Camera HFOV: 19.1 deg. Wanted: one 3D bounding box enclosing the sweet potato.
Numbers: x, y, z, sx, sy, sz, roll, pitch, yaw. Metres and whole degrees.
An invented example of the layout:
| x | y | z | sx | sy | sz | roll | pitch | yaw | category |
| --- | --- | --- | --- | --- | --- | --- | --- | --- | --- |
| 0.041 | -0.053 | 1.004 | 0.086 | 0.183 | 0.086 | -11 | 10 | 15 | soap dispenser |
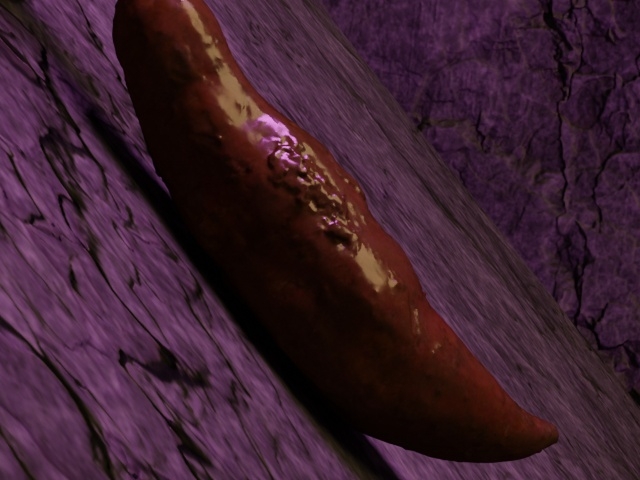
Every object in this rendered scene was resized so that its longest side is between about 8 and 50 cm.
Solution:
| x | y | z | sx | sy | sz | roll | pitch | yaw | category |
| --- | --- | --- | --- | --- | --- | --- | --- | --- | --- |
| -0.006 | 0.011 | 1.031 | 0.354 | 0.095 | 0.106 | 49 | 54 | -9 | sweet potato |
